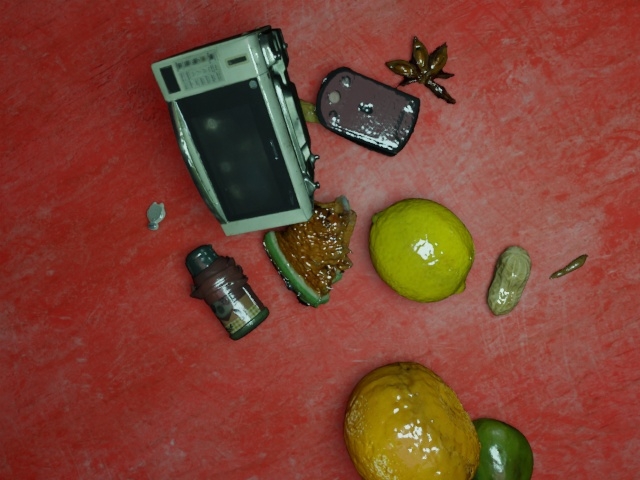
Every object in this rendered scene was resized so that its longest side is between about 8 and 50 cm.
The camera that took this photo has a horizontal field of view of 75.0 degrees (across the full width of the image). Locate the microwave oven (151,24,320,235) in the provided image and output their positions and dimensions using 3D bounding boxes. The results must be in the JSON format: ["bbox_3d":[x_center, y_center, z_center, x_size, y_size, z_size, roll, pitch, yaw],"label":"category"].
[{"bbox_3d":[-0.155,-0.258,0.969,0.247,0.333,0.394,-13,119,9],"label":"microwave oven"}]

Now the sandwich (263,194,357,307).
[{"bbox_3d":[0.000,0.000,1.108,0.250,0.162,0.301,47,128,13],"label":"sandwich"}]

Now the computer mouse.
[{"bbox_3d":[0.120,-0.338,1.105,0.269,0.100,0.170,23,101,-2],"label":"computer mouse"}]

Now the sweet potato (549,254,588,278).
[{"bbox_3d":[0.664,0.072,1.110,0.115,0.026,0.026,-33,90,6],"label":"sweet potato"}]

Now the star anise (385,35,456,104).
[{"bbox_3d":[0.280,-0.462,1.104,0.212,0.053,0.157,18,96,6],"label":"star anise"}]

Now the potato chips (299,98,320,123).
[{"bbox_3d":[-0.196,-0.363,1.149,0.407,0.080,0.057,2,132,5],"label":"potato chips"}]

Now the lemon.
[{"bbox_3d":[0.249,0.024,1.042,0.267,0.267,0.267,0,93,6],"label":"lemon"}]

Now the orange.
[{"bbox_3d":[0.209,0.476,1.031,0.293,0.340,0.340,-41,89,18],"label":"orange"}]

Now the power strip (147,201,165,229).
[{"bbox_3d":[-0.481,-0.070,1.224,0.055,0.035,0.083,8,81,5],"label":"power strip"}]

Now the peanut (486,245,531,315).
[{"bbox_3d":[0.497,0.109,1.097,0.083,0.093,0.194,15,93,-9],"label":"peanut"}]

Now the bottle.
[{"bbox_3d":[-0.272,0.138,1.157,0.156,0.143,0.271,-37,92,-19],"label":"bottle"}]

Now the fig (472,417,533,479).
[{"bbox_3d":[0.459,0.577,1.092,0.181,0.191,0.181,5,129,6],"label":"fig"}]
